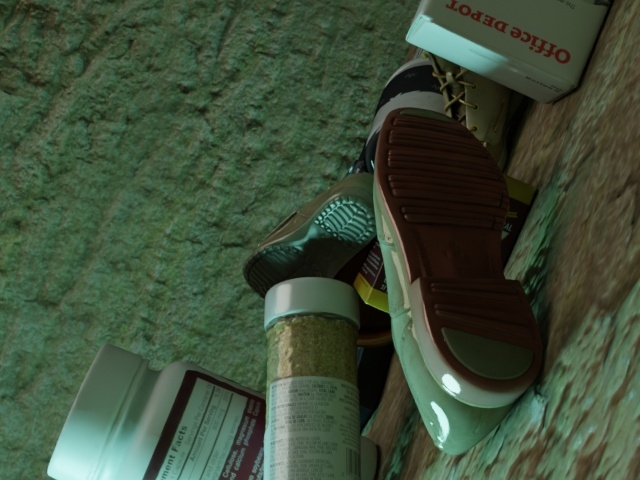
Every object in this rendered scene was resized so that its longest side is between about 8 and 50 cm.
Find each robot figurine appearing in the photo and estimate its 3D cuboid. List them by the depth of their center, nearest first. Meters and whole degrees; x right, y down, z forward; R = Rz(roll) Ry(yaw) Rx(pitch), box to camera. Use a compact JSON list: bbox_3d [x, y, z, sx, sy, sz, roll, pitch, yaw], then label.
[{"bbox_3d":[0.162,-0.156,1.741,0.278,0.209,0.174,-73,-10,-51],"label":"robot figurine"}]

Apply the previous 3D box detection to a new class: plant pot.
[{"bbox_3d":[0.071,0.058,1.681,0.188,0.205,0.205,57,-125,-76],"label":"plant pot"}]

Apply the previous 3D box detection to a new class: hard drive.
[{"bbox_3d":[0.059,0.208,1.827,0.255,0.054,0.172,-71,6,-49],"label":"hard drive"}]

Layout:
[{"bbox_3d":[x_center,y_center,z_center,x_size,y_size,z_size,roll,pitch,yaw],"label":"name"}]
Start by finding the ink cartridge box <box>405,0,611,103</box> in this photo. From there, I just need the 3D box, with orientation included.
[{"bbox_3d":[0.244,-0.326,1.378,0.115,0.198,0.273,141,153,-82],"label":"ink cartridge box"}]

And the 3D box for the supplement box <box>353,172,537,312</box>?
[{"bbox_3d":[0.141,-0.001,1.393,0.191,0.129,0.194,-125,57,-85],"label":"supplement box"}]

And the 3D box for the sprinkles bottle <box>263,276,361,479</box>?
[{"bbox_3d":[-0.010,0.226,1.420,0.121,0.121,0.355,120,153,-61],"label":"sprinkles bottle"}]

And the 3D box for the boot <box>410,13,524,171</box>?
[{"bbox_3d":[0.178,-0.193,1.525,0.095,0.203,0.262,1,54,37],"label":"boot"}]

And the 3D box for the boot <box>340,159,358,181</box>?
[{"bbox_3d":[0.122,-0.096,1.942,0.083,0.161,0.246,-75,9,-62],"label":"boot"}]

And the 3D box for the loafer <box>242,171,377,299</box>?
[{"bbox_3d":[0.000,0.000,1.523,0.268,0.102,0.092,-35,11,43],"label":"loafer"}]

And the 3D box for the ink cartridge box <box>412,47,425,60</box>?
[{"bbox_3d":[0.226,-0.286,1.852,0.231,0.134,0.078,124,169,-66],"label":"ink cartridge box"}]

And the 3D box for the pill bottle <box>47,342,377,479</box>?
[{"bbox_3d":[-0.143,0.297,1.560,0.224,0.392,0.224,-157,90,-86],"label":"pill bottle"}]

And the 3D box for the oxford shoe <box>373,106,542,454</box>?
[{"bbox_3d":[0.108,0.025,1.163,0.397,0.140,0.146,-92,15,-45],"label":"oxford shoe"}]
